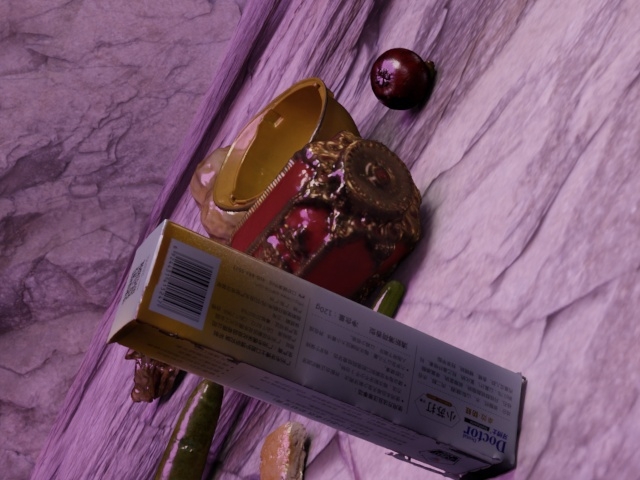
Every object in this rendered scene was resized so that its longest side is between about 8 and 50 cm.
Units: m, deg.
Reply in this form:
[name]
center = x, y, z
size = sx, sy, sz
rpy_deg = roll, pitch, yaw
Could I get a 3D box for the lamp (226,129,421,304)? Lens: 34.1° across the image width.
[lamp]
center = 0.000, 0.000, 1.185
size = 0.274, 0.177, 0.177
rpy_deg = -49, 22, 46

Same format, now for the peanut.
[peanut]
center = -0.144, -0.074, 1.774
size = 0.152, 0.152, 0.313
rpy_deg = -59, 19, 19

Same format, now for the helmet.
[helmet]
center = -0.022, -0.100, 1.430
size = 0.257, 0.140, 0.205
rpy_deg = -20, 45, 56

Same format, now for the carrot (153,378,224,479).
[carrot]
center = -0.207, 0.350, 1.431
size = 0.358, 0.074, 0.074
rpy_deg = -67, 17, -6

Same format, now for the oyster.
[oyster]
center = -0.258, 0.138, 1.908
size = 0.361, 0.096, 0.221
rpy_deg = -53, 13, 27

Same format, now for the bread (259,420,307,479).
[bread]
center = -0.041, 0.248, 1.168
size = 0.070, 0.035, 0.083
rpy_deg = -47, 30, 46

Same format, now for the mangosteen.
[mangosteen]
center = 0.104, -0.205, 1.331
size = 0.081, 0.081, 0.081
rpy_deg = -55, 19, 29

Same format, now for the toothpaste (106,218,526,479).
[toothpaste]
center = 0.008, 0.087, 0.760
size = 0.071, 0.313, 0.089
rpy_deg = -39, 33, 51

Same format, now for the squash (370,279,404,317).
[squash]
center = 0.063, 0.083, 1.110
size = 0.089, 0.027, 0.027
rpy_deg = -65, 16, 2
